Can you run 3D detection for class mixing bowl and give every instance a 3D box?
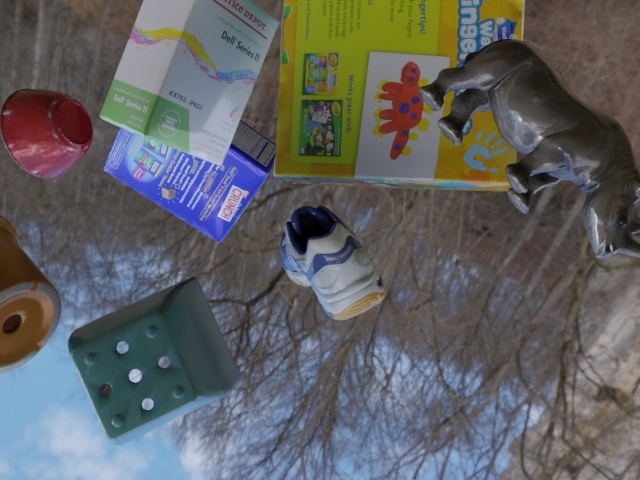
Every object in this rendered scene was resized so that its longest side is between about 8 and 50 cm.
[{"bbox_3d":[-0.514,-0.219,1.245,0.098,0.181,0.181,-10,-157,26],"label":"mixing bowl"}]

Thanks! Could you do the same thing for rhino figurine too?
[{"bbox_3d":[0.205,-0.078,0.554,0.243,0.106,0.073,48,-179,11],"label":"rhino figurine"}]

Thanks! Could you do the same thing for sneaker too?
[{"bbox_3d":[0.000,0.000,0.903,0.112,0.131,0.296,-30,-160,-12],"label":"sneaker"}]

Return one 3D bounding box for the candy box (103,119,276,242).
[{"bbox_3d":[-0.286,-0.181,1.426,0.317,0.268,0.122,35,-139,-9],"label":"candy box"}]

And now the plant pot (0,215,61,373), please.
[{"bbox_3d":[-0.439,0.067,0.802,0.188,0.205,0.205,26,-147,23],"label":"plant pot"}]

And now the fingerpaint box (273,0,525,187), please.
[{"bbox_3d":[0.132,-0.309,1.028,0.371,0.445,0.163,2,180,12],"label":"fingerpaint box"}]

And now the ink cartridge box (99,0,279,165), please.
[{"bbox_3d":[-0.203,-0.329,1.086,0.119,0.353,0.207,25,-175,30],"label":"ink cartridge box"}]

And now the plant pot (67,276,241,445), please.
[{"bbox_3d":[-0.205,0.150,0.785,0.165,0.234,0.165,-24,-91,-8],"label":"plant pot"}]
